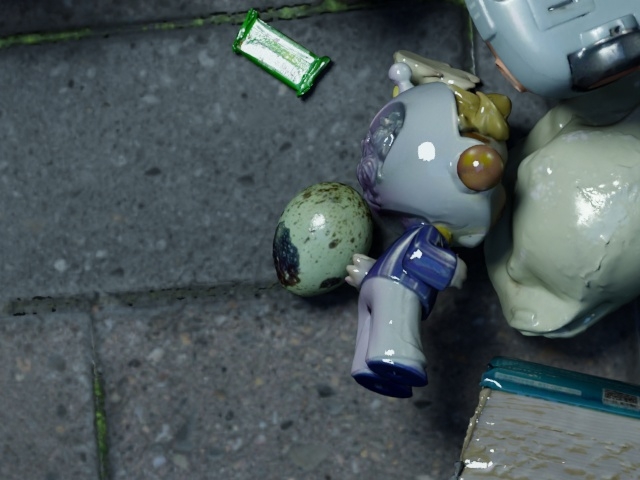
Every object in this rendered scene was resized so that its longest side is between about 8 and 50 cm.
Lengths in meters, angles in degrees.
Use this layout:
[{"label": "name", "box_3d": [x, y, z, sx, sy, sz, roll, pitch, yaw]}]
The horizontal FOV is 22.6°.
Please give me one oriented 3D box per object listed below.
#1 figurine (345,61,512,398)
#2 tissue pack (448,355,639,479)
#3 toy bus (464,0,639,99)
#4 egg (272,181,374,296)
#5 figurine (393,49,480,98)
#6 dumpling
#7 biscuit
[{"label": "figurine", "box_3d": [0.080, -0.007, 1.345, 0.133, 0.194, 0.274, 19, 89, -4]}, {"label": "tissue pack", "box_3d": [0.251, 0.187, 1.325, 0.271, 0.192, 0.134, 12, 92, 10]}, {"label": "toy bus", "box_3d": [0.238, -0.227, 1.289, 0.288, 0.232, 0.194, -22, 89, -8]}, {"label": "egg", "box_3d": [0.000, 0.000, 1.417, 0.085, 0.085, 0.110, 39, 106, 7]}, {"label": "figurine", "box_3d": [0.097, -0.133, 1.422, 0.083, 0.047, 0.050, 23, 105, 13]}, {"label": "dumpling", "box_3d": [0.226, -0.038, 1.361, 0.193, 0.147, 0.258, 41, 104, 37]}, {"label": "biscuit", "box_3d": [-0.039, -0.170, 1.455, 0.089, 0.016, 0.046, 34, 94, 7]}]
